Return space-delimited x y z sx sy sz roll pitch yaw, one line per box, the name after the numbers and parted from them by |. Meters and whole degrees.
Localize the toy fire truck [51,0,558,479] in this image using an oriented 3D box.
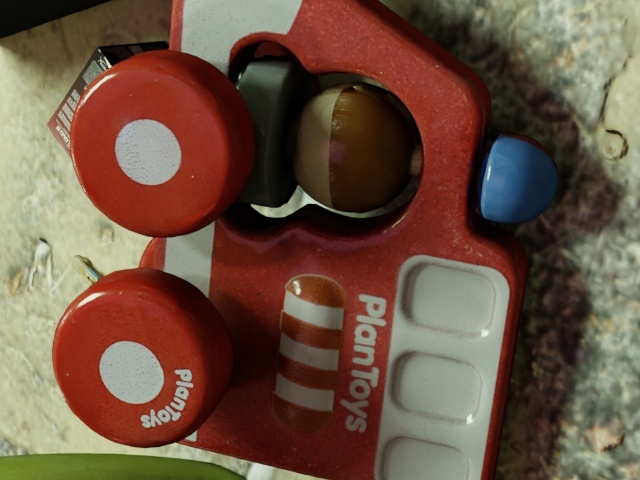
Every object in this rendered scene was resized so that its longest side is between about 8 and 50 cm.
0.000 0.000 0.876 0.254 0.169 0.302 12 109 11 | toy fire truck

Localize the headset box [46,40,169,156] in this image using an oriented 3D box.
-0.136 -0.090 1.007 0.032 0.062 0.083 52 125 19 | headset box

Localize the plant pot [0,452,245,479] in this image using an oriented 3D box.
-0.161 0.244 0.949 0.275 0.294 0.274 9 104 37 | plant pot

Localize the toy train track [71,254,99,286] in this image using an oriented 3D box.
-0.146 0.037 1.076 0.083 0.014 0.048 43 130 31 | toy train track

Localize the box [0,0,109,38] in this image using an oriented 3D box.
-0.212 -0.314 0.944 0.313 0.179 0.343 -9 93 39 | box
